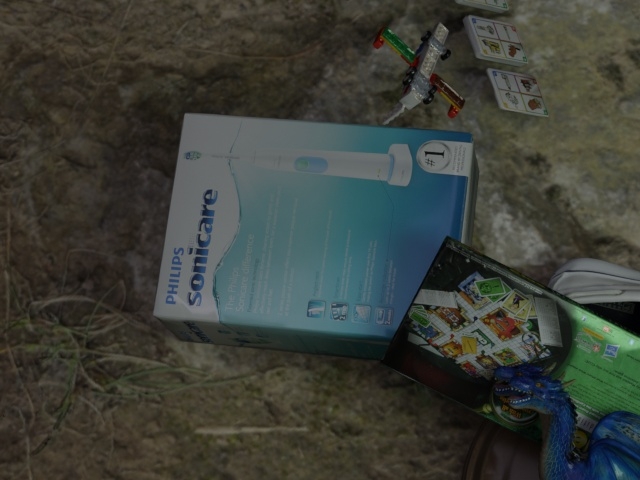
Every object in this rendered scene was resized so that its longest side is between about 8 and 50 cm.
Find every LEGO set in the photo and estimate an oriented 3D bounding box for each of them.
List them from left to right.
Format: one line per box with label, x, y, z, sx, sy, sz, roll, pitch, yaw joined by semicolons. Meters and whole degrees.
LEGO set;0.113;-0.204;1.673;0.060;0.244;0.182;-35;64;39

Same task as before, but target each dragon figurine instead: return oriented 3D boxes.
dragon figurine;0.274;0.211;1.477;0.289;0.085;0.144;23;107;5

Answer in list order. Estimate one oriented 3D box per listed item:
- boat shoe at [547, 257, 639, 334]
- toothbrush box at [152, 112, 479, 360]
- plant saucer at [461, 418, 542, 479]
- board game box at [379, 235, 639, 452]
boat shoe;0.338;0.086;1.577;0.258;0.095;0.084;7;33;20
toothbrush box;0.000;0.000;1.648;0.295;0.126;0.216;4;75;9
plant saucer;0.271;0.246;1.574;0.278;0.041;0.278;-2;73;7
board game box;0.200;0.113;1.528;0.260;0.030;0.136;28;95;-4
